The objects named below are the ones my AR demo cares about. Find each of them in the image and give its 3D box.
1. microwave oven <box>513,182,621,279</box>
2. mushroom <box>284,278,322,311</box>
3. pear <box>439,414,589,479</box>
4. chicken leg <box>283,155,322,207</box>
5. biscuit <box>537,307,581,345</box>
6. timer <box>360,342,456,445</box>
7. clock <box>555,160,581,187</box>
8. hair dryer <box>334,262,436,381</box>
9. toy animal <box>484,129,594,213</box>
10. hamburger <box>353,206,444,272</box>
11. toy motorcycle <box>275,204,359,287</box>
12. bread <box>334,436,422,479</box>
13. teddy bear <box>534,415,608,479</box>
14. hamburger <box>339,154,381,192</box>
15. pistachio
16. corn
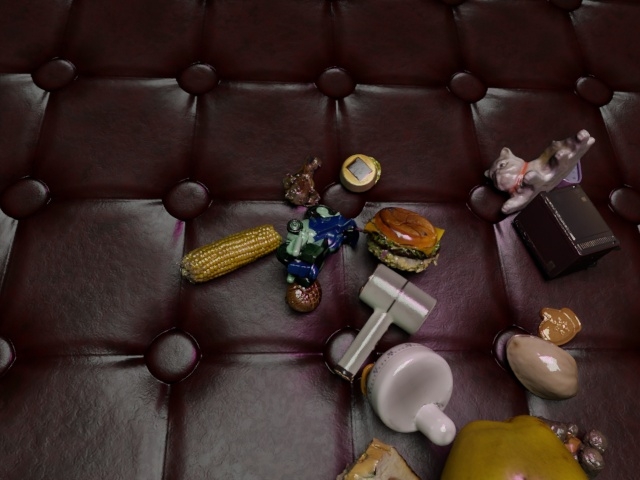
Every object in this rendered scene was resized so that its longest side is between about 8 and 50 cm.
[{"bbox_3d":[0.758,-0.026,1.575,0.178,0.188,0.247,-14,63,-17],"label":"microwave oven"},{"bbox_3d":[-0.049,0.151,1.478,0.109,0.085,0.126,6,55,0],"label":"mushroom"},{"bbox_3d":[0.444,0.621,1.157,0.363,0.362,0.418,0,68,-5],"label":"pear"},{"bbox_3d":[-0.059,-0.193,1.647,0.125,0.080,0.196,9,57,-12],"label":"chicken leg"},{"bbox_3d":[0.714,0.253,1.529,0.140,0.023,0.118,-35,73,-18],"label":"biscuit"},{"bbox_3d":[0.244,0.393,1.309,0.234,0.240,0.233,-6,106,-22],"label":"timer"},{"bbox_3d":[0.840,-0.250,1.753,0.110,0.050,0.152,7,65,-1],"label":"clock"},{"bbox_3d":[0.152,0.260,1.438,0.203,0.128,0.362,34,75,11],"label":"hair dryer"},{"bbox_3d":[0.707,-0.261,1.656,0.266,0.307,0.188,-4,43,-29],"label":"toy animal"},{"bbox_3d":[0.236,-0.003,1.510,0.262,0.138,0.243,31,31,18],"label":"hamburger"},{"bbox_3d":[0.000,0.000,1.507,0.196,0.125,0.331,21,39,12],"label":"toy motorcycle"},{"bbox_3d":[0.155,0.602,1.220,0.224,0.211,0.183,31,60,15],"label":"bread"},{"bbox_3d":[0.642,0.547,1.340,0.190,0.140,0.177,34,25,20],"label":"teddy bear"},{"bbox_3d":[0.131,-0.224,1.668,0.127,0.081,0.141,31,79,12],"label":"hamburger"},{"bbox_3d":[0.626,0.355,1.422,0.223,0.126,0.152,45,105,15],"label":"pistachio"},{"bbox_3d":[-0.266,0.038,1.501,0.318,0.115,0.115,-24,70,-15],"label":"corn"}]
